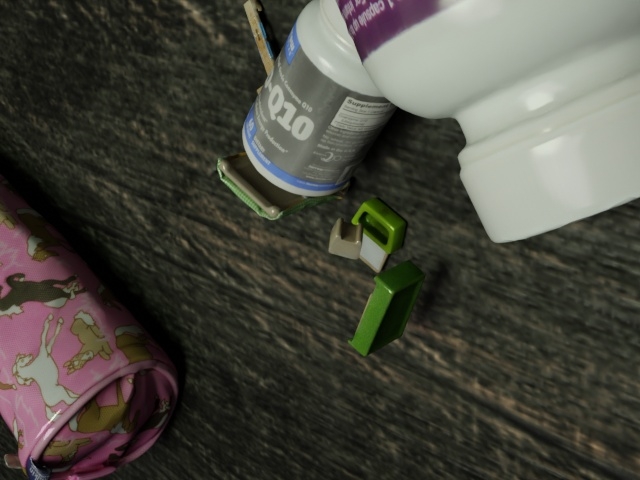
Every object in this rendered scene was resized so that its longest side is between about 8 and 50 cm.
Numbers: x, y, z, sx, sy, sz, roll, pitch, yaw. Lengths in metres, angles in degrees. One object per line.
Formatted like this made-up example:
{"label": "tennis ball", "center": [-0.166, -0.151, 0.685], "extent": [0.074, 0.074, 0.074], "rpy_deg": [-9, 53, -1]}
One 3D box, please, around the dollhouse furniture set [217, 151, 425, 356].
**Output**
{"label": "dollhouse furniture set", "center": [0.000, 0.000, 0.698], "extent": [0.152, 0.076, 0.058], "rpy_deg": [42, 134, 24]}

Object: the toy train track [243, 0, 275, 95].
{"label": "toy train track", "center": [-0.031, -0.123, 0.721], "extent": [0.048, 0.014, 0.083], "rpy_deg": [-24, 85, 57]}

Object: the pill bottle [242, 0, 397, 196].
{"label": "pill bottle", "center": [0.011, -0.096, 0.637], "extent": [0.078, 0.078, 0.137], "rpy_deg": [51, 137, 17]}

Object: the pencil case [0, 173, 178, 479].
{"label": "pencil case", "center": [-0.301, 0.052, 0.990], "extent": [0.386, 0.167, 0.160], "rpy_deg": [44, 168, 24]}

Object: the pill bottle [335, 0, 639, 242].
{"label": "pill bottle", "center": [0.074, -0.159, 0.467], "extent": [0.169, 0.169, 0.301], "rpy_deg": [-21, 93, 50]}
